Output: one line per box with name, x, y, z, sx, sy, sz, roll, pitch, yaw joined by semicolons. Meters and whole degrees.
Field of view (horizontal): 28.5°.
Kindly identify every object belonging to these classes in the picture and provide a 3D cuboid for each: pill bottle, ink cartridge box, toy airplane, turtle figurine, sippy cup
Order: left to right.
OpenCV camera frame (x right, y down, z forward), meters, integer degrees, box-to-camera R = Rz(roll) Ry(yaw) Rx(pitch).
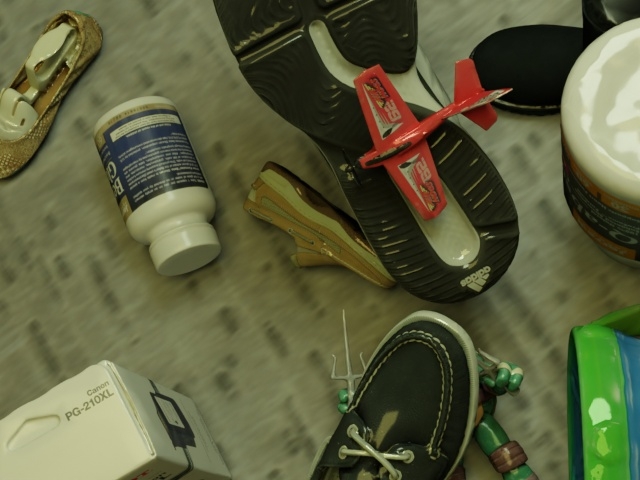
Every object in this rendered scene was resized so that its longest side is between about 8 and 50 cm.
ink cartridge box;-0.203;0.207;1.140;0.172;0.237;0.100;-31;71;2
pill bottle;-0.162;-0.053;1.280;0.094;0.094;0.169;-25;71;4
toy airplane;0.085;-0.095;1.032;0.151;0.151;0.028;-30;30;3
turtle figurine;0.120;0.149;1.151;0.175;0.118;0.234;-24;86;31
pill bottle;0.292;-0.070;1.092;0.162;0.278;0.162;-3;74;11
sippy cup;0.323;0.184;1.042;0.224;0.240;0.305;-2;78;7

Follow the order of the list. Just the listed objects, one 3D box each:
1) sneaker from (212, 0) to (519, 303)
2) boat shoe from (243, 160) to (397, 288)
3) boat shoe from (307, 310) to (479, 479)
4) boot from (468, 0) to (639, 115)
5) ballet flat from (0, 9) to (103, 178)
sneaker;0.015;-0.163;1.160;0.169;0.257;0.447;-28;104;-1
boat shoe;0.000;0.000;1.254;0.190;0.068;0.072;39;98;28
boat shoe;0.050;0.204;1.089;0.114;0.091;0.302;24;114;21
boot;0.251;-0.190;1.172;0.247;0.207;0.094;7;76;14
ballet flat;-0.312;-0.164;1.356;0.073;0.067;0.206;26;82;17
